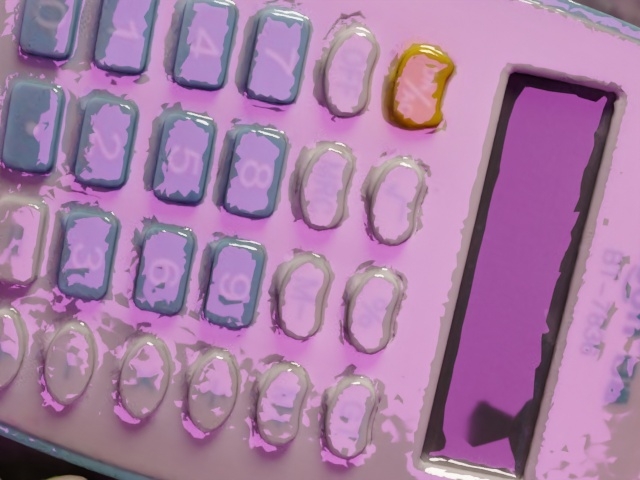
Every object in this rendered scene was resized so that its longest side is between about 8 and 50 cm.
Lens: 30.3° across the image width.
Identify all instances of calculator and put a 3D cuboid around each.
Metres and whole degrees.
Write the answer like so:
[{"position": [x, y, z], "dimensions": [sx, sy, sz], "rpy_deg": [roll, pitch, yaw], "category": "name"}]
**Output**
[{"position": [0.000, 0.000, 0.525], "dimensions": [0.386, 0.054, 0.256], "rpy_deg": [11, 100, -5], "category": "calculator"}]

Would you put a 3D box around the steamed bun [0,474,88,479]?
[{"position": [-0.133, 0.172, 0.476], "dimensions": [0.183, 0.183, 0.106], "rpy_deg": [-31, 131, 2], "category": "steamed bun"}]
